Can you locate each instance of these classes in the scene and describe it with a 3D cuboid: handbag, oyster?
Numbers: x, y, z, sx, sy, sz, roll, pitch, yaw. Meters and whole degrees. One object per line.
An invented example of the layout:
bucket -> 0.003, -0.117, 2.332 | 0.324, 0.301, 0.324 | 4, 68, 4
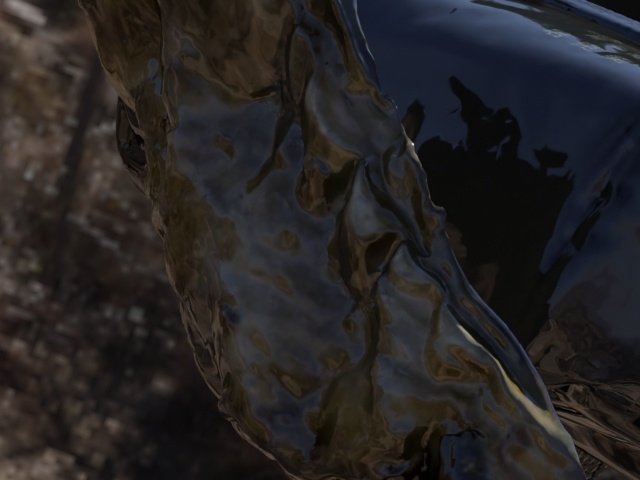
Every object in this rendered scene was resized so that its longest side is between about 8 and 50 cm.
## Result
handbag -> 0.098, -0.013, 0.820 | 0.275, 0.178, 0.302 | 27, 3, -42
oyster -> -0.001, 0.001, 0.583 | 0.079, 0.128, 0.345 | -16, 63, -31

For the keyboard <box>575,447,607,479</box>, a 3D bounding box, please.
keyboard -> 0.126, 0.171, 1.169 | 0.074, 0.196, 0.015 | -14, 56, -37
